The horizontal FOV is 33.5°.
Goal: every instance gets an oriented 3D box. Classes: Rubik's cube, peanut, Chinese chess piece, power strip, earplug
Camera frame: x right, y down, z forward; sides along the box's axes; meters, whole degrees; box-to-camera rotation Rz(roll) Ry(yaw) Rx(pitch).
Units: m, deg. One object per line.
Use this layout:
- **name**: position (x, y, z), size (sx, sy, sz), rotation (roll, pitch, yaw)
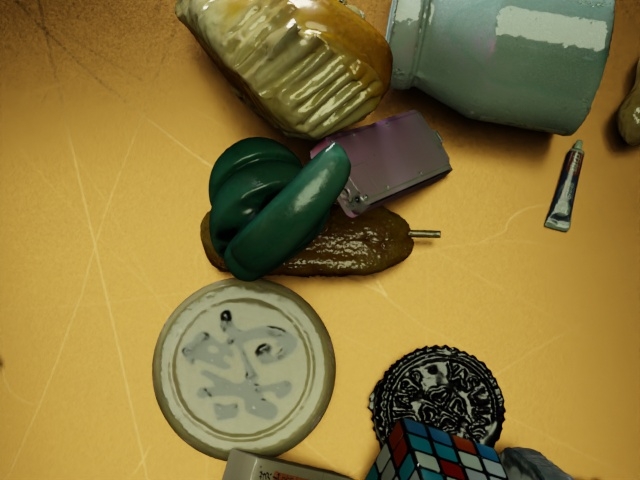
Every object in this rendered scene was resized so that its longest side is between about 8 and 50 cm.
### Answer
- **Rubik's cube**: position (0.151, 0.353, 1.395), size (0.154, 0.151, 0.155), rotation (20, 108, -15)
- **peanut**: position (0.492, -0.224, 1.554), size (0.089, 0.089, 0.193), rotation (25, 80, 3)
- **Chinese chess piece**: position (-0.106, 0.179, 1.480), size (0.257, 0.104, 0.257), rotation (0, 81, -2)
- **power strip**: position (0.091, -0.111, 1.471), size (0.037, 0.279, 0.109), rotation (-37, 82, 36)
- **earplug**: position (-0.067, -0.055, 1.354), size (0.163, 0.257, 0.280), rotation (-17, 47, -12)

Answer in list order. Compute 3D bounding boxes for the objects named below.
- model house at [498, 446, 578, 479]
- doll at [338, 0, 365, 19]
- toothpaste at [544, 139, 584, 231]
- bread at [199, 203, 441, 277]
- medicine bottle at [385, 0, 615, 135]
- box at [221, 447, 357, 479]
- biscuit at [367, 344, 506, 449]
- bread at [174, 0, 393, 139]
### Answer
- **model house**: position (0.386, 0.411, 1.391), size (0.300, 0.271, 0.190), rotation (14, 97, -14)
- **doll**: position (0.021, -0.346, 1.599), size (0.061, 0.051, 0.093), rotation (-45, 56, -6)
- **toothpaste**: position (0.366, -0.083, 1.568), size (0.037, 0.021, 0.140), rotation (16, 84, 3)
- **bread**: position (0.001, -0.001, 1.517), size (0.344, 0.084, 0.124), rotation (0, 71, -3)
- **medicine bottle**: position (0.236, -0.288, 1.482), size (0.289, 0.245, 0.245), rotation (11, 82, 0)
- **box**: position (-0.050, 0.364, 1.417), size (0.201, 0.058, 0.141), rotation (25, 78, -41)
- **biscuit**: position (0.166, 0.243, 1.500), size (0.194, 0.053, 0.195), rotation (0, 81, -1)
- **bread**: position (-0.048, -0.266, 1.432), size (0.183, 0.236, 0.388), rotation (-41, 39, 0)
